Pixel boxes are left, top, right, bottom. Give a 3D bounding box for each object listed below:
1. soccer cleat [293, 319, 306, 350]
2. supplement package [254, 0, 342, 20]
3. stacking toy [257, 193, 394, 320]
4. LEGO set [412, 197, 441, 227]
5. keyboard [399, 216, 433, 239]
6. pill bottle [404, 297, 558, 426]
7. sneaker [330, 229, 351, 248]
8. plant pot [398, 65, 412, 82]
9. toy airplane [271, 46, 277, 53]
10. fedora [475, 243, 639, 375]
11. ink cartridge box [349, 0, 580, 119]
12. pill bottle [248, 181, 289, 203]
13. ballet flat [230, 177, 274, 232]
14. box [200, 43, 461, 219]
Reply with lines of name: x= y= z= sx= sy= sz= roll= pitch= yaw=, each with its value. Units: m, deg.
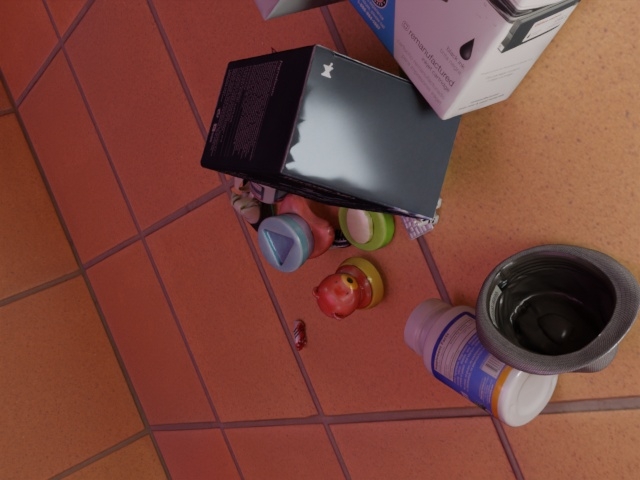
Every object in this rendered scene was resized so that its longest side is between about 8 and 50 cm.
soccer cleat: x=-0.055 y=0.239 z=2.306 sx=0.035 sy=0.029 sz=0.083 roll=37 pitch=134 yaw=51
supplement package: x=-0.015 y=-0.521 z=1.615 sx=0.149 sy=0.203 sz=0.194 roll=62 pitch=147 yaw=7
stacking toy: x=0.000 y=0.000 z=1.924 sx=0.309 sy=0.130 sz=0.280 roll=37 pitch=131 yaw=23
LEGO set: x=0.172 y=-0.129 z=1.684 sx=0.087 sy=0.093 sz=0.227 roll=38 pitch=138 yaw=38
keyboard: x=0.146 y=-0.127 z=1.798 sx=0.072 sy=0.014 sz=0.256 roll=-31 pitch=83 yaw=57
pill bottle: x=0.285 y=0.212 z=1.674 sx=0.272 sy=0.152 sz=0.152 roll=30 pitch=133 yaw=44
sneaker: x=0.032 y=0.000 z=2.029 sx=0.109 sy=0.043 sz=0.040 roll=6 pitch=70 yaw=43
plant pot: x=0.191 y=-0.299 z=1.577 sx=0.079 sy=0.083 sz=0.083 roll=-6 pitch=104 yaw=45
toy airplane: x=-0.089 y=-0.350 z=1.989 sx=0.151 sy=0.028 sz=0.151 roll=31 pitch=133 yaw=41
fedora: x=0.384 y=0.131 z=1.461 sx=0.275 sy=0.244 sz=0.124 roll=23 pitch=157 yaw=45
ink cartridge box: x=0.236 y=-0.421 z=1.342 sx=0.285 sy=0.166 sz=0.395 roll=55 pitch=145 yaw=18
pill bottle: x=-0.104 y=-0.155 z=2.009 sx=0.108 sy=0.108 sz=0.180 roll=61 pitch=168 yaw=10
ballet flat: x=-0.168 y=-0.122 z=2.181 sx=0.095 sy=0.096 sz=0.281 roll=35 pitch=136 yaw=40
box: x=0.006 y=-0.184 z=1.600 sx=0.395 sy=0.293 sz=0.212 roll=12 pitch=87 yaw=64
